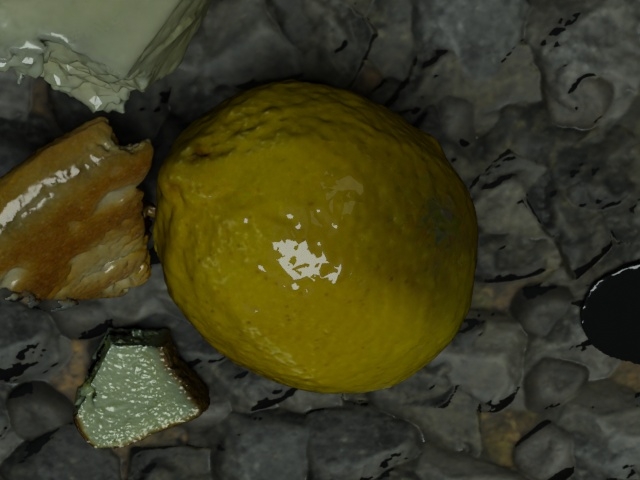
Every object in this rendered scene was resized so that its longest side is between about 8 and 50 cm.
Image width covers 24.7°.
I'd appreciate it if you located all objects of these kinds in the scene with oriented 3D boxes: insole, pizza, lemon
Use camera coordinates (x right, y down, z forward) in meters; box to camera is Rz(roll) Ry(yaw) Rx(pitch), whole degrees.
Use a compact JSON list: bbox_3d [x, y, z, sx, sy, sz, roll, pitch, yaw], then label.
[{"bbox_3d":[0.374,0.041,1.128,0.349,0.009,0.119,-9,118,2],"label":"insole"},{"bbox_3d":[-0.167,-0.014,1.011,0.154,0.194,0.069,-41,68,0],"label":"pizza"},{"bbox_3d":[0.000,0.000,0.979,0.204,0.204,0.260,-44,130,18],"label":"lemon"}]

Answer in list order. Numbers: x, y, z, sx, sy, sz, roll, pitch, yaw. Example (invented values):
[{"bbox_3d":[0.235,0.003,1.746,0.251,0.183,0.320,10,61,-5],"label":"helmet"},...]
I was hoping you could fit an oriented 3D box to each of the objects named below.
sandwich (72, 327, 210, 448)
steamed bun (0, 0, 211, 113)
[{"bbox_3d":[-0.149,0.113,1.125,0.105,0.035,0.093,-27,116,12],"label":"sandwich"},{"bbox_3d":[-0.174,-0.202,0.839,0.290,0.272,0.273,29,111,-20],"label":"steamed bun"}]
